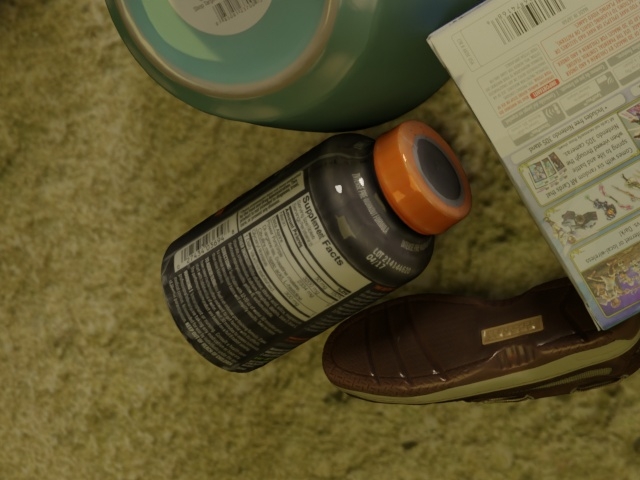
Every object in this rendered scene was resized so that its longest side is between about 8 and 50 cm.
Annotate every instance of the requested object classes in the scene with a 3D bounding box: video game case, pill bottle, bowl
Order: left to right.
[{"bbox_3d":[-0.038,-0.209,1.065,0.311,0.163,0.311,8,113,20],"label":"bowl"},{"bbox_3d":[0.000,0.000,1.148,0.246,0.130,0.130,-31,95,30],"label":"pill bottle"},{"bbox_3d":[0.251,-0.107,1.002,0.269,0.061,0.244,-30,95,16],"label":"video game case"}]

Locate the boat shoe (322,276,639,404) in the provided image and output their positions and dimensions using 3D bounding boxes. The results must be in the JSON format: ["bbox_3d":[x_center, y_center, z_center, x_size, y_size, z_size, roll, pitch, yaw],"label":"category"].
[{"bbox_3d":[0.132,0.097,1.144,0.257,0.095,0.095,-8,143,22],"label":"boat shoe"}]
